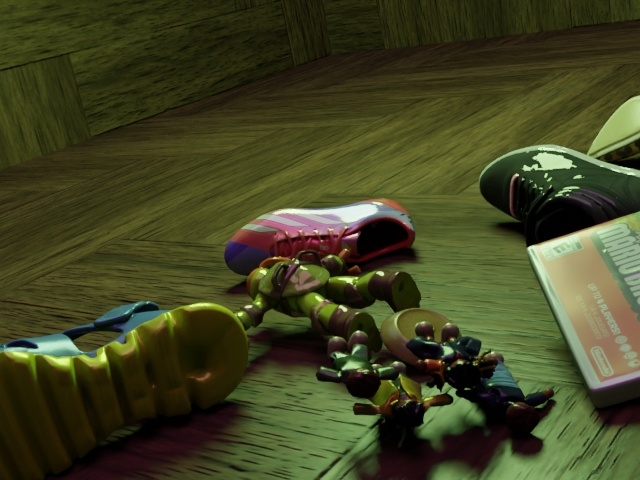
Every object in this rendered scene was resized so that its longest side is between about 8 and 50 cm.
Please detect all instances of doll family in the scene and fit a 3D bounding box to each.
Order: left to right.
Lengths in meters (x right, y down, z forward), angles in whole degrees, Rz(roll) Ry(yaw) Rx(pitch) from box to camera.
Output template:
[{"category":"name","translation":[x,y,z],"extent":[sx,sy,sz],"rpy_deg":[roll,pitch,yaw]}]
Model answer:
[{"category":"doll family","translation":[0.094,0.116,0.714],"extent":[0.193,0.076,0.111],"rpy_deg":[-10,13,-6]}]

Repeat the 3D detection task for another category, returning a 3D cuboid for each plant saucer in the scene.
[{"category":"plant saucer","translation":[0.099,0.088,0.835],"extent":[0.083,0.015,0.083],"rpy_deg":[7,33,-5]}]

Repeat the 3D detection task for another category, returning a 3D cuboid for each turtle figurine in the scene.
[{"category":"turtle figurine","translation":[-0.004,0.053,0.942],"extent":[0.217,0.087,0.269],"rpy_deg":[8,23,43]}]

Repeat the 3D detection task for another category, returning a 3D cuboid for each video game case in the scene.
[{"category":"video game case","translation":[0.342,0.026,0.756],"extent":[0.285,0.025,0.204],"rpy_deg":[-18,33,8]}]

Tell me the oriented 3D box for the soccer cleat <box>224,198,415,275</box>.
[{"category":"soccer cleat","translation":[0.000,0.000,1.128],"extent":[0.248,0.083,0.095],"rpy_deg":[-11,22,-9]}]

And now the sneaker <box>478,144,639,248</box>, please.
[{"category":"sneaker","translation":[0.267,-0.044,1.043],"extent":[0.146,0.105,0.295],"rpy_deg":[-17,22,-33]}]

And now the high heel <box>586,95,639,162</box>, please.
[{"category":"high heel","translation":[0.546,-0.153,1.318],"extent":[0.261,0.186,0.093],"rpy_deg":[-37,35,28]}]

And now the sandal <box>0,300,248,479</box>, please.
[{"category":"sandal","translation":[-0.232,0.131,0.813],"extent":[0.317,0.126,0.138],"rpy_deg":[-11,12,-27]}]
